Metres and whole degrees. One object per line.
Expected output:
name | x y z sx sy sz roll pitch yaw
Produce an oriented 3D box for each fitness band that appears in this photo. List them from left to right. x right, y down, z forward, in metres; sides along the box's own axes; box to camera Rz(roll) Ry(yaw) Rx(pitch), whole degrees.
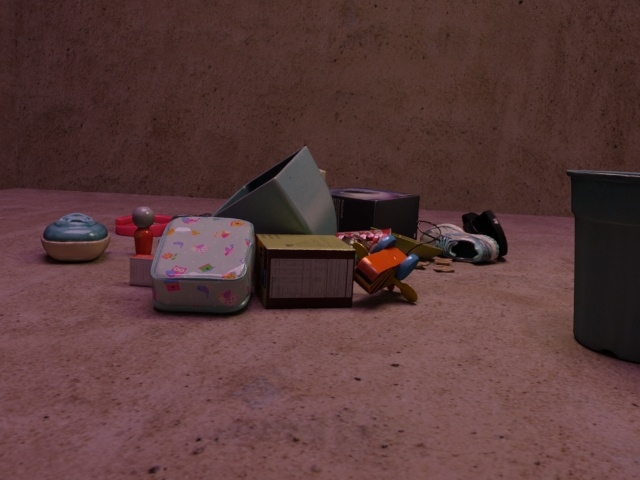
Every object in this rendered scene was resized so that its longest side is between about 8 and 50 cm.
fitness band | -0.651 -0.056 2.382 0.208 0.054 0.291 7 10 12

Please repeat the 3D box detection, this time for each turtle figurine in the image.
turtle figurine | 0.084 0.042 1.772 0.175 0.118 0.234 3 15 26

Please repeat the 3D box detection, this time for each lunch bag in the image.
lunch bag | -0.259 0.048 1.393 0.223 0.108 0.279 -1 29 -1

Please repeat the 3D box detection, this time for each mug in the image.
mug | 0.136 0.034 1.943 0.169 0.150 0.113 0 45 7

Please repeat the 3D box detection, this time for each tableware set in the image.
tableware set | 0.342 0.072 1.937 0.141 0.020 0.168 4 9 10

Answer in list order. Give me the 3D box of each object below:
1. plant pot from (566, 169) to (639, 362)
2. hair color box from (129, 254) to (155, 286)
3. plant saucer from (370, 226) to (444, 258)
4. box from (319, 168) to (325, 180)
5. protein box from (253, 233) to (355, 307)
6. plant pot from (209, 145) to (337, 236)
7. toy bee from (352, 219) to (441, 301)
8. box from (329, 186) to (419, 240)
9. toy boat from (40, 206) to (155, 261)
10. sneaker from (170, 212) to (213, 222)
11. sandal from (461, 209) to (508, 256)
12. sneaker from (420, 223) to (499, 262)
plant pot | 0.632 0.041 1.193 0.341 0.334 0.341 2 9 0
hair color box | -0.388 0.076 1.519 0.141 0.072 0.043 5 9 10
plant saucer | 0.277 0.015 2.039 0.188 0.045 0.188 21 5 38
box | -0.052 -0.106 2.129 0.113 0.275 0.094 1 10 -12
protein box | -0.044 0.068 1.464 0.201 0.136 0.200 1 10 -13
plant pot | -0.097 -0.055 1.679 0.247 0.252 0.248 -27 15 30
toy bee | 0.177 0.076 1.519 0.298 0.162 0.195 -4 45 -33
box | 0.157 -0.089 2.252 0.294 0.183 0.296 12 14 37
toy boat | -0.653 -0.027 1.853 0.318 0.148 0.267 -1 9 -22
sneaker | -0.456 -0.058 2.334 0.227 0.087 0.130 1 7 -29
sandal | 0.565 -0.014 2.244 0.107 0.168 0.446 -23 1 1
sneaker | 0.443 0.010 2.089 0.283 0.110 0.122 10 15 42
